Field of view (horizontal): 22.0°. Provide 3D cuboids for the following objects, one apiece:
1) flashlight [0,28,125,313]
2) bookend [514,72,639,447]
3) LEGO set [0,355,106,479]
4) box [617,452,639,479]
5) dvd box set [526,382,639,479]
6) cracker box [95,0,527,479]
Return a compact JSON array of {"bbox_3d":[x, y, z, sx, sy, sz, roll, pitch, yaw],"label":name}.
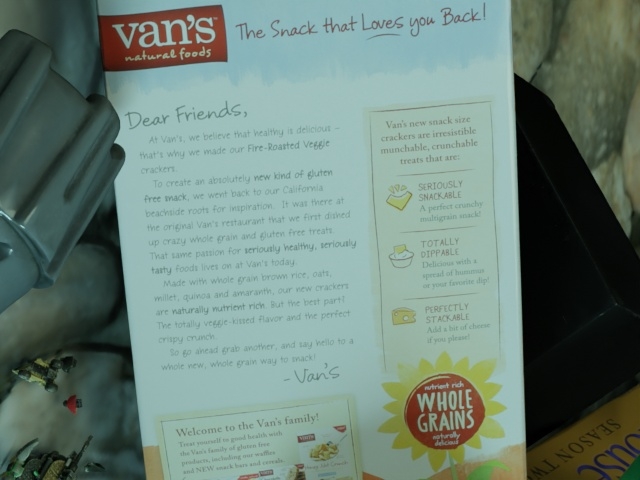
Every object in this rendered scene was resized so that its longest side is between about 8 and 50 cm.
[{"bbox_3d":[-0.168,0.066,0.523,0.103,0.103,0.304,47,64,-41],"label":"flashlight"},{"bbox_3d":[0.064,0.021,0.793,0.157,0.156,0.072,-38,144,21],"label":"bookend"},{"bbox_3d":[-0.111,0.088,0.660,0.054,0.023,0.083,22,68,-52],"label":"LEGO set"},{"bbox_3d":[0.136,0.174,0.727,0.105,0.043,0.179,-47,150,-17],"label":"box"},{"bbox_3d":[0.105,0.221,0.833,0.420,0.062,0.308,-22,136,-45],"label":"dvd box set"},{"bbox_3d":[0.000,0.000,0.664,0.067,0.155,0.232,-96,-178,-72],"label":"cracker box"}]
